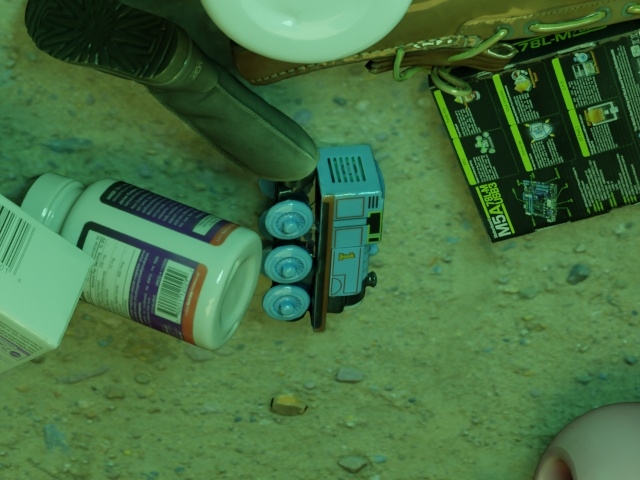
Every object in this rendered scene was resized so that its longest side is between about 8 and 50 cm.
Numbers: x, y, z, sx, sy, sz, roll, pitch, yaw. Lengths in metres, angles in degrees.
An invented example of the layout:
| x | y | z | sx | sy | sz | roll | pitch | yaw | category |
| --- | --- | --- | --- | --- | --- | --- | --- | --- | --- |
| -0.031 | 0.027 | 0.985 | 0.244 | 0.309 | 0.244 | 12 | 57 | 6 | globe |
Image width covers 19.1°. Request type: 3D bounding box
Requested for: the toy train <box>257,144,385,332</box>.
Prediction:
| x | y | z | sx | sy | sz | roll | pitch | yaw | category |
| --- | --- | --- | --- | --- | --- | --- | --- | --- | --- |
| 0.000 | 0.000 | 1.647 | 0.105 | 0.080 | 0.184 | -3 | 133 | -6 | toy train |

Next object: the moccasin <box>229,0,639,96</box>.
| x | y | z | sx | sy | sz | roll | pitch | yaw | category |
| --- | --- | --- | --- | --- | --- | --- | --- | --- | --- |
| 0.118 | -0.182 | 1.451 | 0.380 | 0.139 | 0.147 | -17 | 123 | 2 | moccasin |

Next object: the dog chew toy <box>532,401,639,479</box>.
| x | y | z | sx | sy | sz | roll | pitch | yaw | category |
| --- | --- | --- | --- | --- | --- | --- | --- | --- | --- |
| 0.373 | 0.265 | 1.824 | 0.331 | 0.207 | 0.207 | 7 | 133 | -17 | dog chew toy |

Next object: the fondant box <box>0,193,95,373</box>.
| x | y | z | sx | sy | sz | roll | pitch | yaw | category |
| --- | --- | --- | --- | --- | --- | --- | --- | --- | --- |
| -0.380 | 0.033 | 1.577 | 0.238 | 0.096 | 0.330 | 37 | 142 | -25 | fondant box |

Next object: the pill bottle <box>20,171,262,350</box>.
| x | y | z | sx | sy | sz | roll | pitch | yaw | category |
| --- | --- | --- | --- | --- | --- | --- | --- | --- | --- |
| -0.156 | 0.011 | 1.600 | 0.193 | 0.108 | 0.108 | 21 | 134 | 14 | pill bottle |

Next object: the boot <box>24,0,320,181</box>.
| x | y | z | sx | sy | sz | roll | pitch | yaw | category |
| --- | --- | --- | --- | --- | --- | --- | --- | --- | --- |
| -0.116 | -0.128 | 1.520 | 0.208 | 0.189 | 0.076 | 26 | 95 | -55 | boot |

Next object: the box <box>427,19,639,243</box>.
| x | y | z | sx | sy | sz | roll | pitch | yaw | category |
| --- | --- | --- | --- | --- | --- | --- | --- | --- | --- |
| 0.202 | -0.095 | 1.584 | 0.184 | 0.045 | 0.191 | -14 | 133 | 15 | box |

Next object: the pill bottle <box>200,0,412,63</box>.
| x | y | z | sx | sy | sz | roll | pitch | yaw | category |
| --- | --- | --- | --- | --- | --- | --- | --- | --- | --- |
| -0.010 | -0.251 | 1.284 | 0.146 | 0.264 | 0.146 | 0 | 133 | 0 | pill bottle |
